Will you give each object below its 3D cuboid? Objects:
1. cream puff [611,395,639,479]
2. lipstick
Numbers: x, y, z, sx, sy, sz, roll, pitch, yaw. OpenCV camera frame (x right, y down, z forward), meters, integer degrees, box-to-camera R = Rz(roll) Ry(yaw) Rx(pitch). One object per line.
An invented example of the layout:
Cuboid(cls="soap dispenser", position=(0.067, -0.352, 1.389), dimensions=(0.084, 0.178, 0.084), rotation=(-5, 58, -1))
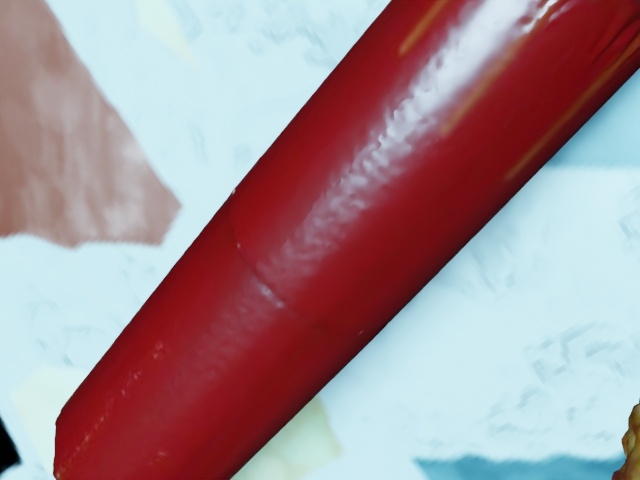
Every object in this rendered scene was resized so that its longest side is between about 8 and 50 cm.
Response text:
Cuboid(cls="cream puff", position=(0.181, 0.093, 0.290), dimensions=(0.240, 0.164, 0.240), rotation=(9, 114, 21))
Cuboid(cls="lipstick", position=(0.001, 0.001, 0.409), dimensions=(0.073, 0.073, 0.279), rotation=(47, 123, 7))
